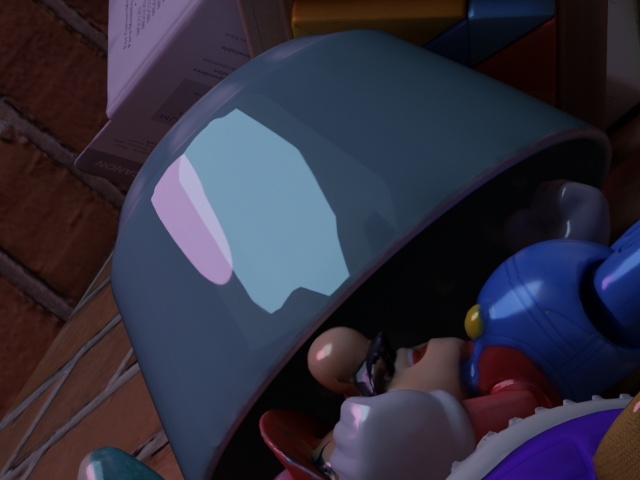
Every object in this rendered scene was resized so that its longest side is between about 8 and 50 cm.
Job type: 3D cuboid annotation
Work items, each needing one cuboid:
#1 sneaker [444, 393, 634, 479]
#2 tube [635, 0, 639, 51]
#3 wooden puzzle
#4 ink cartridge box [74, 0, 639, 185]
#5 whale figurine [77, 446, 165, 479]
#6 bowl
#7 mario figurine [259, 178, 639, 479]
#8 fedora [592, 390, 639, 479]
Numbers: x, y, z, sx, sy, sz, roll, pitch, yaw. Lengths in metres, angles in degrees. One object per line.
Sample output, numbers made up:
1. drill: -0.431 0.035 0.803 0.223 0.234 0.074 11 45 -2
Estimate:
1. sneaker: 0.067 0.148 0.706 0.293 0.102 0.146 -18 20 -26
2. tube: 0.238 -0.186 1.389 0.070 0.062 0.240 76 -155 -46
3. wooden puzzle: 0.066 -0.105 1.204 0.239 0.221 0.044 79 -167 -54
4. ink cartridge box: 0.018 -0.125 1.346 0.272 0.309 0.130 -43 39 46
5. whale figurine: -0.067 0.206 0.990 0.141 0.216 0.272 -29 29 12
6. bowl: 0.000 0.000 1.119 0.311 0.163 0.311 -39 -18 -15
7. mario figurine: 0.081 0.039 0.938 0.320 0.198 0.170 -43 55 10
8. fedora: 0.146 0.061 0.621 0.194 0.079 0.194 -42 -10 -9
